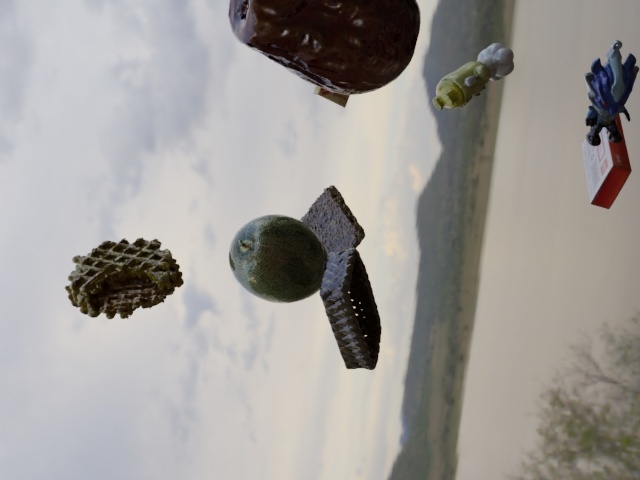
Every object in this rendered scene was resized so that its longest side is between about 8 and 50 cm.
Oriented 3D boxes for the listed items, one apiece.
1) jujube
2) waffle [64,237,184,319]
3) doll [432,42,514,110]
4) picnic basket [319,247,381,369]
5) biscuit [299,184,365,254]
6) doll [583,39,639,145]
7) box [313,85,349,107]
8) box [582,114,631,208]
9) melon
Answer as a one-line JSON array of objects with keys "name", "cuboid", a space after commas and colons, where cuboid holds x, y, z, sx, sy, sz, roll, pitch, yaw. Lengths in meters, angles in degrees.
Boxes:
[{"name": "jujube", "cuboid": [0.008, -0.299, 1.315, 0.190, 0.255, 0.190, -13, 76, 63]}, {"name": "waffle", "cuboid": [-0.336, 0.062, 1.662, 0.193, 0.197, 0.070, -25, -55, -30]}, {"name": "doll", "cuboid": [0.264, -0.278, 1.654, 0.162, 0.062, 0.106, -37, 9, -19]}, {"name": "picnic basket", "cuboid": [0.045, 0.104, 1.438, 0.110, 0.055, 0.193, -77, -22, -44]}, {"name": "biscuit", "cuboid": [0.000, 0.000, 1.909, 0.025, 0.131, 0.231, -21, -20, -38]}, {"name": "doll", "cuboid": [0.489, -0.252, 1.643, 0.070, 0.096, 0.195, -105, 8, -51]}, {"name": "box", "cuboid": [0.026, -0.278, 1.741, 0.093, 0.015, 0.058, 15, -82, -56]}, {"name": "box", "cuboid": [0.646, -0.191, 2.198, 0.229, 0.050, 0.123, -82, 7, -47]}, {"name": "melon", "cuboid": [-0.067, 0.028, 1.517, 0.192, 0.139, 0.139, 23, -107, -48]}]
